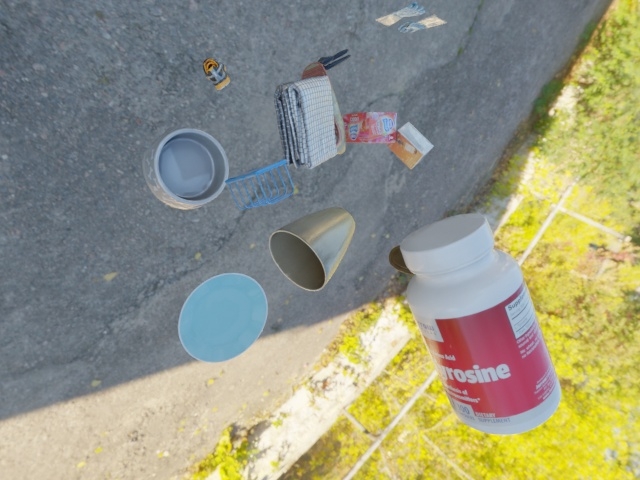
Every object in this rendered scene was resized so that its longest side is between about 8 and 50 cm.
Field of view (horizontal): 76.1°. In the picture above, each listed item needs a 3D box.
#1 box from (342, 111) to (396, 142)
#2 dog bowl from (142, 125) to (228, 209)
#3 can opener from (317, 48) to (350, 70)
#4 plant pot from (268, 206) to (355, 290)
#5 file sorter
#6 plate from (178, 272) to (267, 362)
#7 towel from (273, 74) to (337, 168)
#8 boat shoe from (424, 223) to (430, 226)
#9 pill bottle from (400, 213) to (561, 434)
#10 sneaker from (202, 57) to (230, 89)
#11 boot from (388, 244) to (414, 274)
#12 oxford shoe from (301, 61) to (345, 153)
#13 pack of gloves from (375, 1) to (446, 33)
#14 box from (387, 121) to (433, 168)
[{"bbox_3d":[0.233,-0.555,2.021,0.154,0.300,0.142,-6,105,-22],"label":"box"},{"bbox_3d":[-0.538,-0.300,1.681,0.349,0.102,0.348,-4,97,-37],"label":"dog bowl"},{"bbox_3d":[0.060,-0.785,1.789,0.186,0.073,0.059,-31,122,-27],"label":"can opener"},{"bbox_3d":[0.000,0.000,1.482,0.274,0.256,0.256,-41,149,-35],"label":"plant pot"},{"bbox_3d":[-0.179,-0.164,1.228,0.118,0.170,0.104,-33,109,-38],"label":"file sorter"},{"bbox_3d":[-0.193,0.152,0.818,0.188,0.024,0.188,-11,109,-35],"label":"plate"},{"bbox_3d":[-0.045,-0.401,1.395,0.235,0.121,0.283,-44,132,-54],"label":"towel"},{"bbox_3d":[0.444,0.041,1.636,0.080,0.228,0.076,10,141,-23],"label":"boat shoe"},{"bbox_3d":[0.318,0.163,0.843,0.229,0.229,0.407,-32,104,-31],"label":"pill bottle"},{"bbox_3d":[-0.409,-0.656,1.557,0.084,0.215,0.083,-40,138,2],"label":"sneaker"},{"bbox_3d":[0.400,0.067,1.405,0.220,0.283,0.109,13,72,-57],"label":"boot"},{"bbox_3d":[0.015,-0.541,1.704,0.140,0.397,0.146,-14,171,23],"label":"oxford shoe"},{"bbox_3d":[0.381,-0.943,1.720,0.195,0.232,0.046,3,99,-35],"label":"pack of gloves"},{"bbox_3d":[0.430,-0.455,1.970,0.091,0.170,0.130,-41,173,-26],"label":"box"}]
